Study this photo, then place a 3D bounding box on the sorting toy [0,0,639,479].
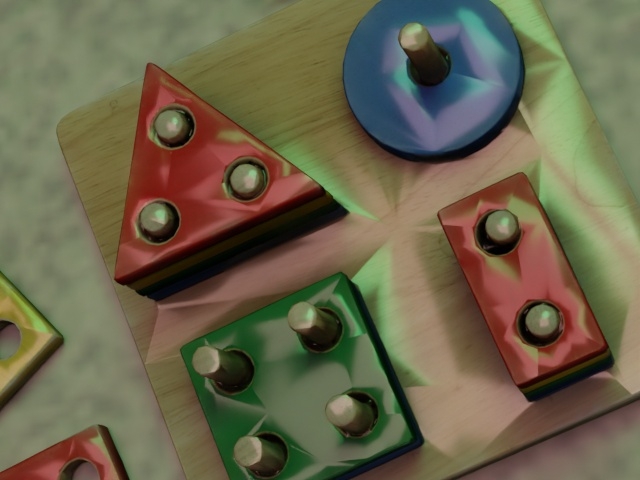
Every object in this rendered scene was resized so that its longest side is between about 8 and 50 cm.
[{"bbox_3d":[0.000,0.000,0.419,0.275,0.046,0.132,-25,74,8],"label":"sorting toy"}]
